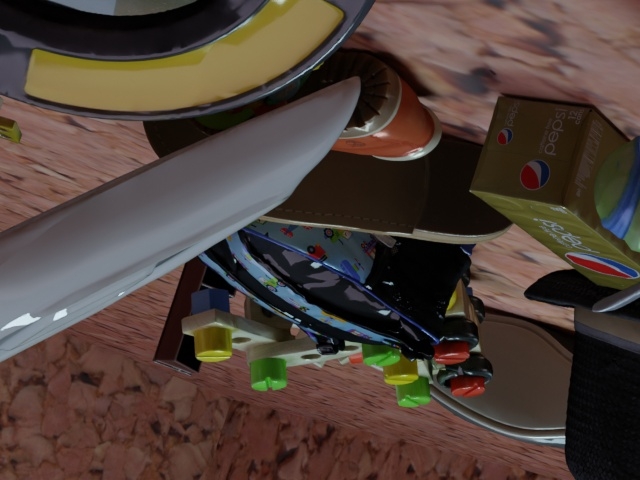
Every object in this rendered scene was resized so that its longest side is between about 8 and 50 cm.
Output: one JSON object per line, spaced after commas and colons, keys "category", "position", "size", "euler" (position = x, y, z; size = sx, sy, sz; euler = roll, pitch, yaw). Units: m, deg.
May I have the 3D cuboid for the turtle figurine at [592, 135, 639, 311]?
{"category": "turtle figurine", "position": [0.252, 0.045, 0.835], "size": [0.266, 0.274, 0.198], "euler": [12, -156, 9]}

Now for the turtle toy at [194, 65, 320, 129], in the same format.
{"category": "turtle toy", "position": [-0.044, -0.097, 0.931], "size": [0.095, 0.066, 0.130], "euler": [19, 170, -5]}

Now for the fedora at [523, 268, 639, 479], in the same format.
{"category": "fedora", "position": [0.285, 0.129, 1.193], "size": [0.334, 0.152, 0.334], "euler": [15, -177, -1]}

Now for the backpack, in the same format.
{"category": "backpack", "position": [0.000, 0.000, 1.240], "size": [0.173, 0.117, 0.158], "euler": [31, 165, -26]}

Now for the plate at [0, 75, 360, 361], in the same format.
{"category": "plate", "position": [-0.136, 0.019, 0.932], "size": [0.277, 0.045, 0.278], "euler": [-27, 178, -38]}

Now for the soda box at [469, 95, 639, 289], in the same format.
{"category": "soda box", "position": [0.157, -0.021, 1.016], "size": [0.061, 0.058, 0.181], "euler": [11, 168, 35]}

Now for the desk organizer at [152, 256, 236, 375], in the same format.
{"category": "desk organizer", "position": [-0.122, 0.070, 1.809], "size": [0.047, 0.130, 0.050], "euler": [23, 167, -26]}

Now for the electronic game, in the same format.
{"category": "electronic game", "position": [-0.085, -0.129, 0.612], "size": [0.229, 0.048, 0.229], "euler": [7, 138, 7]}

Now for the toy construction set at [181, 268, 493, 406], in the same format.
{"category": "toy construction set", "position": [0.026, 0.068, 1.475], "size": [0.215, 0.151, 0.328], "euler": [-9, 173, 9]}

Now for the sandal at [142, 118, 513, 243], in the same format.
{"category": "sandal", "position": [0.003, -0.038, 1.112], "size": [0.240, 0.088, 0.079], "euler": [13, 164, -2]}

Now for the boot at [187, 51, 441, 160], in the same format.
{"category": "boot", "position": [-0.007, -0.074, 1.030], "size": [0.158, 0.059, 0.085], "euler": [9, 172, 36]}

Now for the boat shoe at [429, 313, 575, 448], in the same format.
{"category": "boat shoe", "position": [0.244, 0.149, 1.649], "size": [0.335, 0.112, 0.095], "euler": [12, 165, 13]}

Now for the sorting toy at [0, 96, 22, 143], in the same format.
{"category": "sorting toy", "position": [-0.294, -0.137, 1.216], "size": [0.132, 0.046, 0.274], "euler": [14, 169, 23]}

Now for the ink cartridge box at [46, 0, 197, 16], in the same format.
{"category": "ink cartridge box", "position": [-0.158, -0.153, 0.765], "size": [0.235, 0.088, 0.193], "euler": [18, 169, -5]}
